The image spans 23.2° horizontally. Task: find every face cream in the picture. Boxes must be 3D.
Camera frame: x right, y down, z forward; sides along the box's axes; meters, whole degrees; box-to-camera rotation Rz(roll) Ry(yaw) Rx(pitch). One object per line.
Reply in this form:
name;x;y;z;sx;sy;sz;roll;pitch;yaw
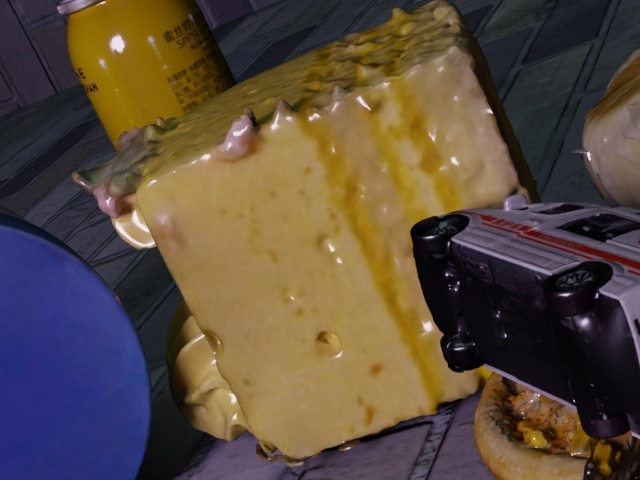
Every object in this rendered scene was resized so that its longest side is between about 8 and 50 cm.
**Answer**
face cream;-0.257;0.094;1.067;0.249;0.249;0.225;-29;16;-11
face cream;-0.097;-0.071;1.160;0.105;0.349;0.105;-24;16;7

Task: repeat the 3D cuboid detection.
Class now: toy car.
toy car;0.135;0.027;0.816;0.108;0.089;0.209;-27;22;-21

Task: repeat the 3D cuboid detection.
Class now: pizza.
pizza;0.144;0.091;0.835;0.131;0.041;0.178;-21;16;10

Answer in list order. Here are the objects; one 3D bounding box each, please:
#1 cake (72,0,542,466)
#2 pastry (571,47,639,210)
cake;0.000;0.000;1.017;0.286;0.227;0.222;-22;14;8
pastry;0.227;-0.079;0.941;0.166;0.088;0.166;-40;9;8
